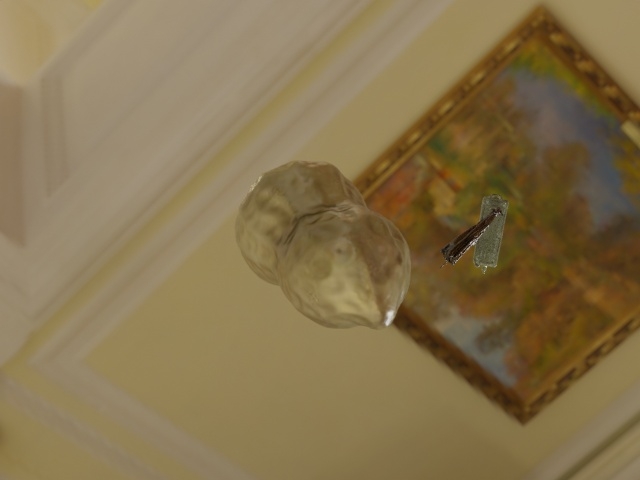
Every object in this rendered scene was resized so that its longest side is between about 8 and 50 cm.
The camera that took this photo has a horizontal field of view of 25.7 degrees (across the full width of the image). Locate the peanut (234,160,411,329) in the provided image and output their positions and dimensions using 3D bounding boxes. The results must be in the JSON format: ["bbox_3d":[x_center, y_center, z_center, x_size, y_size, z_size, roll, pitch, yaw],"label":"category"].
[{"bbox_3d":[0.000,0.000,1.178,0.123,0.123,0.256,41,179,-23],"label":"peanut"}]

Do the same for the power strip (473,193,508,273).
[{"bbox_3d":[0.175,-0.007,1.455,0.027,0.083,0.017,11,179,10],"label":"power strip"}]

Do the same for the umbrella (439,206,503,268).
[{"bbox_3d":[0.140,-0.003,1.308,0.020,0.083,0.031,49,167,10],"label":"umbrella"}]
